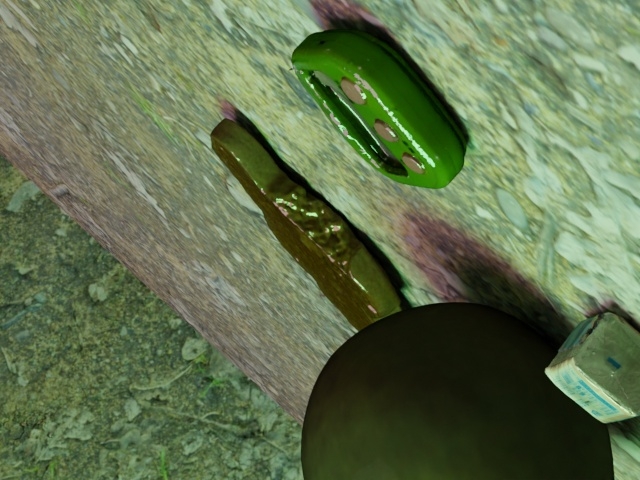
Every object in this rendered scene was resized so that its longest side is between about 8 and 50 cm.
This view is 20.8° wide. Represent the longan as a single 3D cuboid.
[{"bbox_3d":[0.121,0.193,1.524,0.297,0.297,0.297,43,169,10],"label":"longan"}]

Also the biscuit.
[{"bbox_3d":[-0.004,-0.004,1.810,0.320,0.047,0.183,48,166,-15],"label":"biscuit"}]

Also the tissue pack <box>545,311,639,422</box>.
[{"bbox_3d":[0.220,0.098,1.339,0.074,0.059,0.094,42,169,1],"label":"tissue pack"}]

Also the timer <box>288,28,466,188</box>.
[{"bbox_3d":[0.044,-0.099,1.288,0.140,0.047,0.128,49,167,-21],"label":"timer"}]
